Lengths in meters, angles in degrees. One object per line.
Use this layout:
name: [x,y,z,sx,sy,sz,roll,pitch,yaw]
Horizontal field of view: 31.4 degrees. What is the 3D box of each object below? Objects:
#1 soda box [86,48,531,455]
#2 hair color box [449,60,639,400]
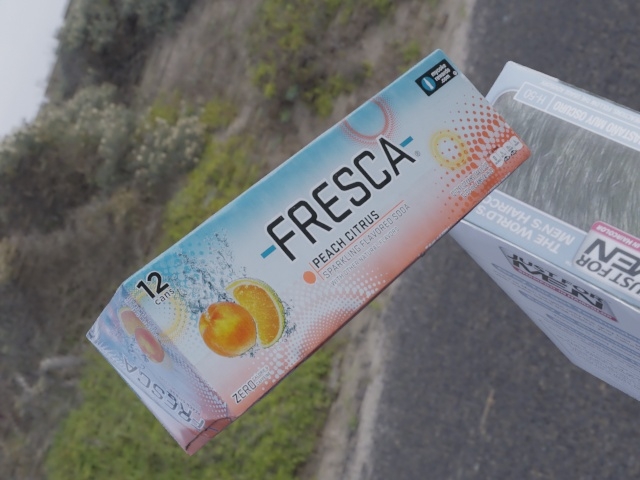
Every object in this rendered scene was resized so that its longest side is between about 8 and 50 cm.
soda box: [0.000,0.000,0.446,0.183,0.063,0.058,-39,-3,-34]
hair color box: [0.235,0.035,0.809,0.185,0.374,0.113,29,85,34]
